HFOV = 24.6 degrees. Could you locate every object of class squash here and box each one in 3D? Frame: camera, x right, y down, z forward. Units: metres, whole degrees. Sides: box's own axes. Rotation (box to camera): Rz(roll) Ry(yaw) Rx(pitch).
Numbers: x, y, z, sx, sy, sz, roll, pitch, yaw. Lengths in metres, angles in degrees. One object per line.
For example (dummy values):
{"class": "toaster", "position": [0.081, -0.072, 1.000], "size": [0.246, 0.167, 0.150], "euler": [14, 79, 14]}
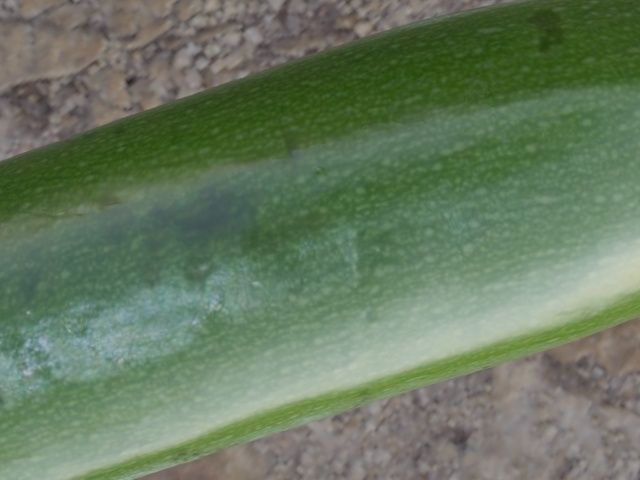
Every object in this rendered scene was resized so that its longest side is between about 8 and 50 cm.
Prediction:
{"class": "squash", "position": [0.000, 0.000, 0.402], "size": [0.378, 0.101, 0.101], "euler": [-16, 116, -2]}
